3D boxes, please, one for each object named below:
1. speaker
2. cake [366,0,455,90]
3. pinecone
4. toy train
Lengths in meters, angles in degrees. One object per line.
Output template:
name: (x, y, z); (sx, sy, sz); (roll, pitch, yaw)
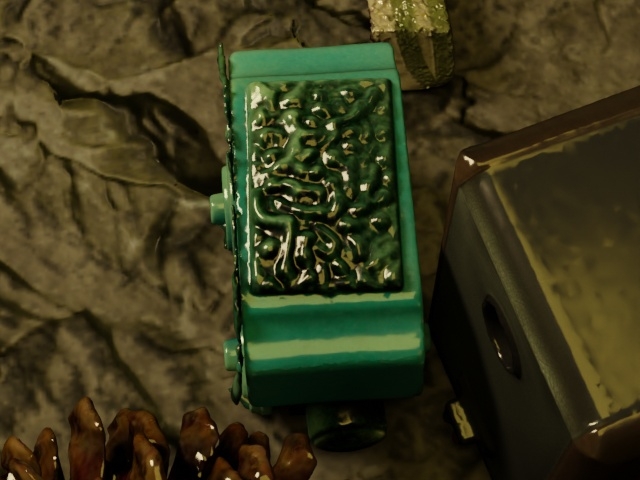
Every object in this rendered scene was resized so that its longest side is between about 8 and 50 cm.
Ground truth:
speaker: (0.156, 0.038, 0.732); (0.192, 0.231, 0.153); (-19, 70, -7)
cake: (0.050, -0.162, 0.907); (0.051, 0.055, 0.140); (-7, 67, 4)
pinecone: (-0.066, 0.166, 0.719); (0.185, 0.212, 0.169); (31, 107, 51)
toy train: (0.000, 0.000, 0.784); (0.112, 0.163, 0.203); (-6, 67, -4)
